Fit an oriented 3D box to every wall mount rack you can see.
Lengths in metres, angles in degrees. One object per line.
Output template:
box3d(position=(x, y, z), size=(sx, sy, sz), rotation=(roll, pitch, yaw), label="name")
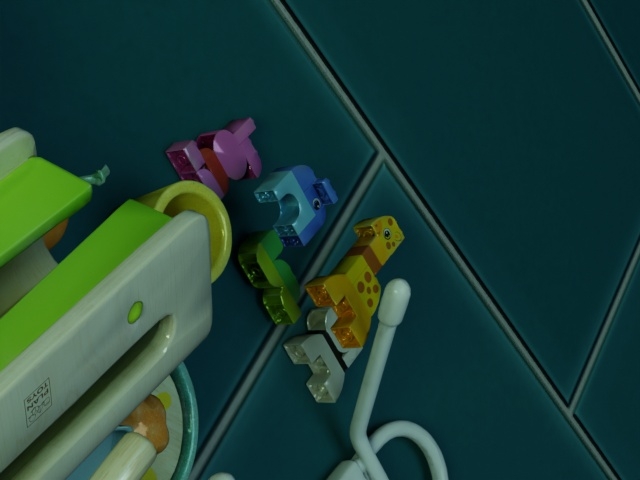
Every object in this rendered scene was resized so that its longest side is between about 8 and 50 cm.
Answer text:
box3d(position=(0.016, 0.212, 0.982), size=(0.350, 0.130, 0.304), rotation=(-46, 118, -41), label="wall mount rack")

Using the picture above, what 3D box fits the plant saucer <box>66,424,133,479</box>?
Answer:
box3d(position=(-0.152, 0.191, 0.816), size=(0.067, 0.018, 0.192), rotation=(1, 107, -32), label="plant saucer")

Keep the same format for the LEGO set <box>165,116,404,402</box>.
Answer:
box3d(position=(0.000, 0.000, 1.020), size=(0.093, 0.087, 0.227), rotation=(-50, 122, -38), label="LEGO set")

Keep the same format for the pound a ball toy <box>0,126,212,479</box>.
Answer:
box3d(position=(-0.158, 0.109, 0.653), size=(0.319, 0.208, 0.135), rotation=(-47, 153, -40), label="pound a ball toy")

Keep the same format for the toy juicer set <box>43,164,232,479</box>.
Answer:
box3d(position=(-0.154, 0.105, 0.839), size=(0.209, 0.089, 0.329), rotation=(21, 71, -45), label="toy juicer set")
